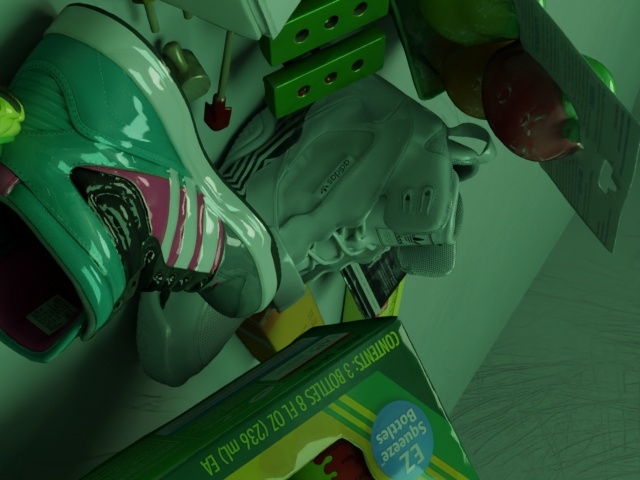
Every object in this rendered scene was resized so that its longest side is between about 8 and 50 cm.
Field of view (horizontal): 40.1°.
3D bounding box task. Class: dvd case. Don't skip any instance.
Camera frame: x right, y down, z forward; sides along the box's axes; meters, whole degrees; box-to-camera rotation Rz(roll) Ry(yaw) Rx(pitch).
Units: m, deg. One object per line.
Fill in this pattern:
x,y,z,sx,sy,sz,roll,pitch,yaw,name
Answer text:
0.091,-0.028,1.156,0.221,0.018,0.165,-51,130,-31,dvd case

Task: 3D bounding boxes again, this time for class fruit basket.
0.191,-0.178,0.832,0.165,0.353,0.327,-37,157,0,fruit basket

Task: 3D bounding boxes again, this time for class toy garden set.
-0.045,-0.179,0.640,0.203,0.049,0.244,-28,155,-14,toy garden set

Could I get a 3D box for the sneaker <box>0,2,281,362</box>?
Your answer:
-0.133,0.013,0.588,0.178,0.123,0.296,-57,144,-23,sneaker

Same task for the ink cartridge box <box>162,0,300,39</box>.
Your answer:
-0.044,-0.239,0.477,0.218,0.158,0.092,-59,161,-11,ink cartridge box

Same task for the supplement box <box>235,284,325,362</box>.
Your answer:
-0.050,0.088,0.974,0.078,0.080,0.233,-56,157,-17,supplement box

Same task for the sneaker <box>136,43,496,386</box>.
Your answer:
0.000,0.000,0.794,0.366,0.210,0.137,-57,158,-15,sneaker

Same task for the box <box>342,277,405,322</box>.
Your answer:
0.080,0.075,1.289,0.087,0.058,0.232,-44,152,-41,box

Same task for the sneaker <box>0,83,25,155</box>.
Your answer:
-0.218,-0.012,0.349,0.124,0.109,0.295,-65,174,16,sneaker

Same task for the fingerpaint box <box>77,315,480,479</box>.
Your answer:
-0.051,0.328,0.695,0.444,0.371,0.163,-29,-174,-31,fingerpaint box
